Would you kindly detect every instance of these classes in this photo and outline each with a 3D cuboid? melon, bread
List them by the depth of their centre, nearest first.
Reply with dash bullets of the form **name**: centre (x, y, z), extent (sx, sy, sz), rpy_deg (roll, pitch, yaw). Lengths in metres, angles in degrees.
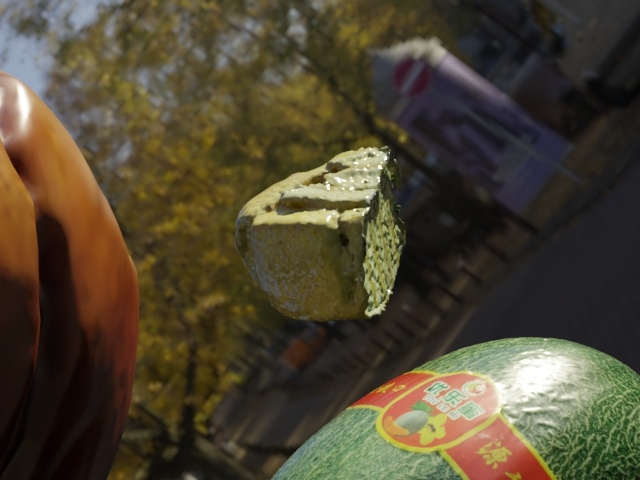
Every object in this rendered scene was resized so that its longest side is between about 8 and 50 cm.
- **melon**: centre (0.079, 0.149, 0.762), extent (0.288, 0.182, 0.182), rpy_deg (-30, -12, -30)
- **bread**: centre (0.000, -0.002, 1.072), extent (0.156, 0.110, 0.103), rpy_deg (-55, -44, -66)

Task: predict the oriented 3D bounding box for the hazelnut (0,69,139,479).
- **hazelnut**: centre (-0.238, 0.054, 0.638), extent (0.372, 0.315, 0.372), rpy_deg (1, -90, -68)
